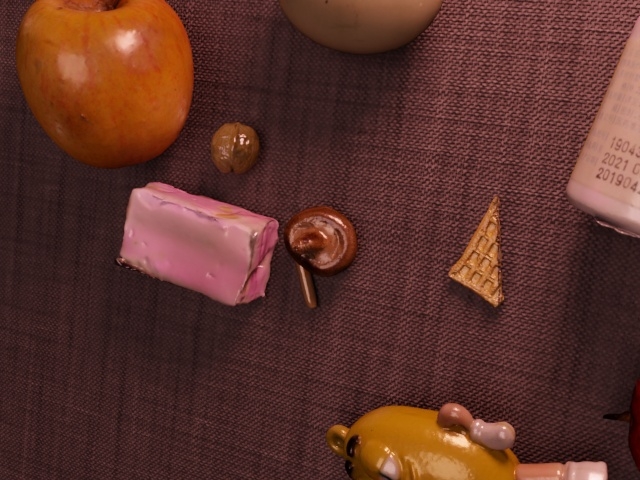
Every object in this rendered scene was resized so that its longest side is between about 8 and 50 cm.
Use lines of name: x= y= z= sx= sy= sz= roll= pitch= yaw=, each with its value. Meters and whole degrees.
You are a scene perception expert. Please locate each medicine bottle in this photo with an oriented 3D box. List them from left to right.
medicine bottle: x=0.483 y=-0.182 z=1.071 sx=0.213 sy=0.213 sz=0.378 roll=25 pitch=105 yaw=19

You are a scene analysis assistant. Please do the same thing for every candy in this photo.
candy: x=-0.214 y=0.004 z=1.446 sx=0.265 sy=0.116 sz=0.155 roll=18 pitch=102 yaw=21

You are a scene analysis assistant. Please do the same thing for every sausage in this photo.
sausage: x=-0.029 y=0.052 z=1.422 sx=0.024 sy=0.024 sz=0.132 roll=-12 pitch=90 yaw=24

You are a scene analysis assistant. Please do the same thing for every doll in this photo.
doll: x=0.242 y=0.394 z=1.280 sx=0.423 sy=0.161 sz=0.348 roll=-20 pitch=105 yaw=32

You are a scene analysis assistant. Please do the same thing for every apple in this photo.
apple: x=-0.356 y=-0.276 z=1.394 sx=0.299 sy=0.299 sz=0.275 roll=15 pitch=133 yaw=21

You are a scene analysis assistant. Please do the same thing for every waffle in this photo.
waffle: x=0.275 y=0.017 z=1.287 sx=0.097 sy=0.023 sz=0.152 roll=32 pitch=107 yaw=16

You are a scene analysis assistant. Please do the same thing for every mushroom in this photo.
mushroom: x=0.000 y=0.002 z=1.373 sx=0.109 sy=0.085 sz=0.126 roll=-37 pitch=79 yaw=-19

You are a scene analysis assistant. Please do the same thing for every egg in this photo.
egg: x=0.056 y=-0.388 z=1.233 sx=0.269 sy=0.219 sz=0.219 roll=21 pitch=104 yaw=16

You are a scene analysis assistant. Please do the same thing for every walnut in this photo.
walnut: x=-0.147 y=-0.158 z=1.420 sx=0.092 sy=0.092 sz=0.092 roll=3 pitch=97 yaw=23

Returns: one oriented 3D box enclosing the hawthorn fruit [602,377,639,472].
hawthorn fruit: x=0.523 y=0.248 z=1.111 sx=0.300 sy=0.254 sz=0.254 roll=-7 pitch=94 yaw=51
